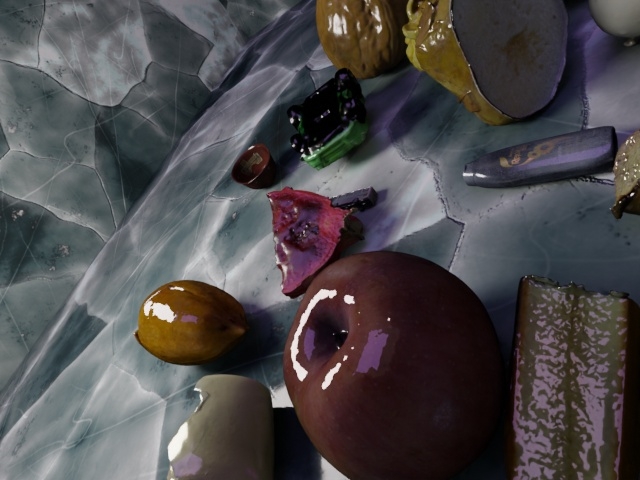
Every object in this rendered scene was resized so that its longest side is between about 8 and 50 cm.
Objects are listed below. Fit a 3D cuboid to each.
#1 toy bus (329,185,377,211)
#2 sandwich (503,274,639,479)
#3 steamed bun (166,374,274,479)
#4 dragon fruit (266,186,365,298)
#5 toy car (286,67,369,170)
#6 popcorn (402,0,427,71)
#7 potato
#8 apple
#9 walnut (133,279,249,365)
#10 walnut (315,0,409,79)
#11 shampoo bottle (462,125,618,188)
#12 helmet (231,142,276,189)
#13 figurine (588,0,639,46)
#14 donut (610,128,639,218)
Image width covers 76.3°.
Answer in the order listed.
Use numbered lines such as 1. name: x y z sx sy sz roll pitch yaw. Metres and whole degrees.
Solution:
1. toy bus: 0.073 -0.093 0.979 0.130 0.037 0.052 -11 46 40
2. sandwich: 0.267 0.168 0.438 0.122 0.128 0.236 -1 56 42
3. steamed bun: -0.183 0.346 0.699 0.200 0.170 0.226 -36 34 23
4. dragon fruit: 0.000 0.000 0.903 0.211 0.134 0.262 -19 58 18
5. toy car: 0.040 -0.337 1.151 0.213 0.176 0.359 -31 41 23
6. popcorn: 0.337 -0.531 0.990 0.286 0.252 0.215 -27 84 33
7. potato: 0.325 -0.384 0.815 0.246 0.300 0.196 -38 17 -4
8. apple: 0.081 0.153 0.534 0.305 0.235 0.306 -37 39 38
9. walnut: -0.292 0.191 0.950 0.336 0.209 0.209 -3 53 36
10. walnut: 0.137 -0.670 1.231 0.332 0.333 0.333 -28 39 25
11. shampoo bottle: 0.365 -0.135 0.699 0.233 0.049 0.087 -6 49 44
12. helmet: -0.198 -0.225 1.338 0.155 0.106 0.175 -53 40 -4
13. figurine: 0.612 -0.394 0.589 0.394 0.227 0.274 17 55 38
14. donut: 0.478 -0.109 0.508 0.187 0.144 0.126 109 179 -49
